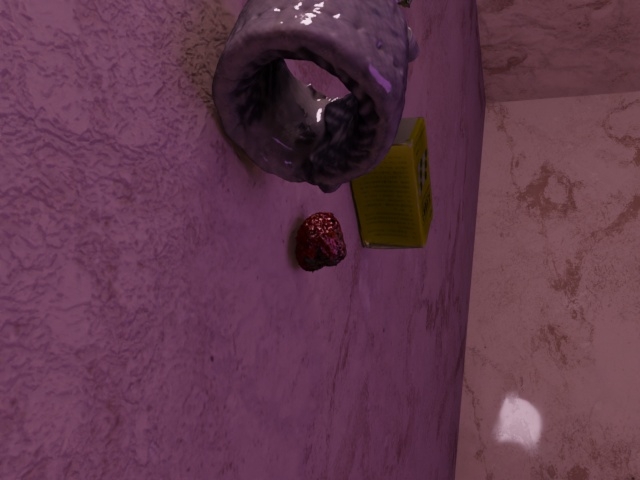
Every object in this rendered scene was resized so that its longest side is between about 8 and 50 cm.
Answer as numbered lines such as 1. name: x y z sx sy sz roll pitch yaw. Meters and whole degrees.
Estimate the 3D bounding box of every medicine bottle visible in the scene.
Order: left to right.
1. medicine bottle: 0.151 -0.116 1.147 0.137 0.141 0.250 -65 148 -52
2. medicine bottle: 0.213 -0.495 1.398 0.091 0.058 0.058 24 68 -67

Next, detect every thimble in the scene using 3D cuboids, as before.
1. thimble: -0.003 -0.187 0.653 0.245 0.217 0.157 83 19 -56

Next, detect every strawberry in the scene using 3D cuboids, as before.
1. strawberry: 0.000 0.000 0.855 0.083 0.083 0.096 64 25 -48

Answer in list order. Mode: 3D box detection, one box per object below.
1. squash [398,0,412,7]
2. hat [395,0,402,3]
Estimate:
1. squash: 0.222 -0.689 1.402 0.077 0.068 0.219 50 46 -66
2. hat: 0.141 -0.615 1.123 0.110 0.252 0.252 57 9 24
